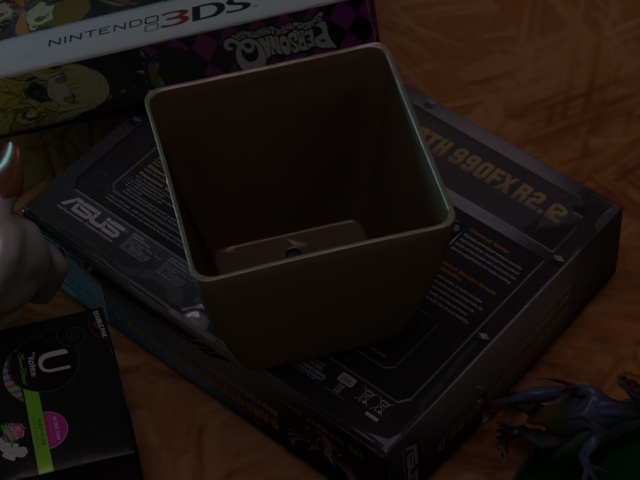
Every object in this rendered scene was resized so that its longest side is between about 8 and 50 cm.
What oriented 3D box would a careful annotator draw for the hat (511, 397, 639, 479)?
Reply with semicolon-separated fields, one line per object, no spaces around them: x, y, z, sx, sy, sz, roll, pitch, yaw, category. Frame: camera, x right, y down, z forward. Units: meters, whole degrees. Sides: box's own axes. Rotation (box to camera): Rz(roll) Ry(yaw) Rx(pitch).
0.176;0.089;0.708;0.208;0.183;0.173;12;53;12;hat

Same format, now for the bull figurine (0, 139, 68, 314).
-0.276;-0.008;0.811;0.310;0.101;0.188;-3;13;-25;bull figurine

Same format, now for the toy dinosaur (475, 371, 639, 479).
0.111;0.069;0.778;0.082;0.047;0.090;-15;20;19;toy dinosaur

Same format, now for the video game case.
-0.080;-0.154;0.955;0.210;0.042;0.232;-11;39;7;video game case

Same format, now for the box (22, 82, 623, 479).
0.000;0.000;0.868;0.231;0.056;0.183;32;58;25;box

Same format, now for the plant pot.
-0.008;-0.006;0.774;0.109;0.096;0.109;-13;52;-7;plant pot

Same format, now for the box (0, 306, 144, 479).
-0.118;0.083;0.811;0.062;0.052;0.083;-13;51;-7;box
